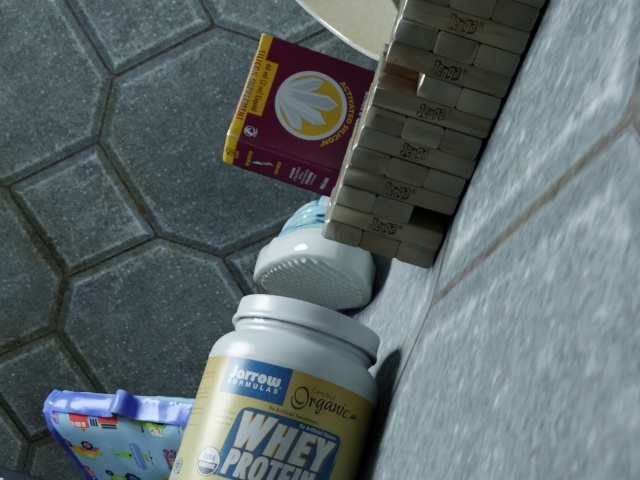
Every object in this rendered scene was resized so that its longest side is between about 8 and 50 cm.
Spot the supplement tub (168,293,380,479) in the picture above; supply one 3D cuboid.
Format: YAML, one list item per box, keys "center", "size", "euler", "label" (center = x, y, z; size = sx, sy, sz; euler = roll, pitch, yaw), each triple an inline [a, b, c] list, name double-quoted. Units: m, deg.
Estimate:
- center: [-0.036, 0.158, 0.805]
  size: [0.144, 0.144, 0.199]
  euler: [117, 169, -72]
  label: "supplement tub"

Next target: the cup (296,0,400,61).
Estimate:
- center: [0.063, -0.412, 1.200]
  size: [0.237, 0.331, 0.331]
  euler: [-47, 1, -5]
  label: "cup"

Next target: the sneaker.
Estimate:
- center: [0.000, 0.000, 1.181]
  size: [0.366, 0.135, 0.150]
  euler: [128, 157, -79]
  label: "sneaker"

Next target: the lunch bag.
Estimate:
- center: [-0.195, 0.266, 1.250]
  size: [0.293, 0.221, 0.138]
  euler: [62, -143, -52]
  label: "lunch bag"

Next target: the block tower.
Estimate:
- center: [0.091, -0.133, 0.731]
  size: [0.091, 0.097, 0.335]
  euler: [-77, 4, -58]
  label: "block tower"

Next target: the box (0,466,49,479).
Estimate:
- center: [-0.179, 0.357, 0.614]
  size: [0.097, 0.318, 0.395]
  euler: [152, 136, -85]
  label: "box"

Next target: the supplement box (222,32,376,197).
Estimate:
- center: [0.018, -0.097, 0.899]
  size: [0.081, 0.188, 0.104]
  euler: [124, 164, -76]
  label: "supplement box"
